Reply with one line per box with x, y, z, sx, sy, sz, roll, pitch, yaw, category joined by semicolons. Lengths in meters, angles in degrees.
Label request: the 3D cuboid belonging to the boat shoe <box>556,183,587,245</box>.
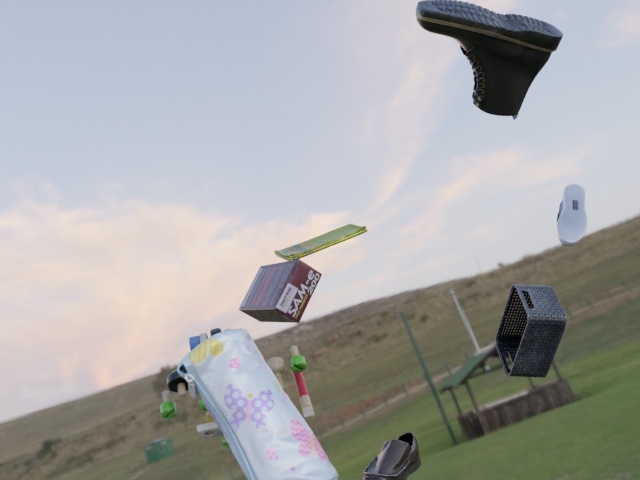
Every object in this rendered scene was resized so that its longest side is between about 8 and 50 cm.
0.698;-0.059;1.935;0.080;0.228;0.076;10;-40;9;boat shoe

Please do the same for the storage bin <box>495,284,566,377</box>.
0.447;0.194;1.475;0.084;0.122;0.180;2;-55;-4;storage bin

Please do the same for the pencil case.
-0.089;0.255;0.965;0.113;0.273;0.124;-43;-19;21;pencil case

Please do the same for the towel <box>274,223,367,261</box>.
0.000;0.000;1.808;0.237;0.021;0.102;-21;19;-23;towel

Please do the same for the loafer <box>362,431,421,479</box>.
0.136;0.428;1.344;0.080;0.078;0.220;-1;1;22;loafer

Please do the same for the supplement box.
-0.099;0.123;1.632;0.073;0.130;0.239;32;-18;-19;supplement box

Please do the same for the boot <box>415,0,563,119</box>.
0.207;-0.236;0.924;0.198;0.076;0.137;11;-53;-9;boot

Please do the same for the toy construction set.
-0.152;0.344;1.444;0.309;0.237;0.257;5;-51;-24;toy construction set
